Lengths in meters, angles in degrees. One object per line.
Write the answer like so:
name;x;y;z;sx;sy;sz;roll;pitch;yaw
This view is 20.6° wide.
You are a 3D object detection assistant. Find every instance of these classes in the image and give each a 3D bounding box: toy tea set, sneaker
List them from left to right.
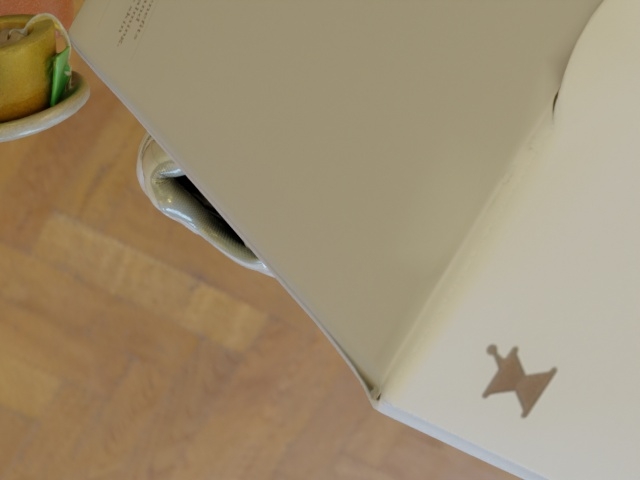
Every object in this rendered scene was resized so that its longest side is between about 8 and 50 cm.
toy tea set;-0.222;-0.125;0.900;0.200;0.336;0.124;-13;115;-6
sneaker;0.000;0.000;1.258;0.292;0.118;0.110;23;99;-5

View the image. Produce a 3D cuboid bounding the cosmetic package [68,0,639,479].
cosmetic package;0.057;-0.071;0.559;0.155;0.365;0.197;28;99;-27
